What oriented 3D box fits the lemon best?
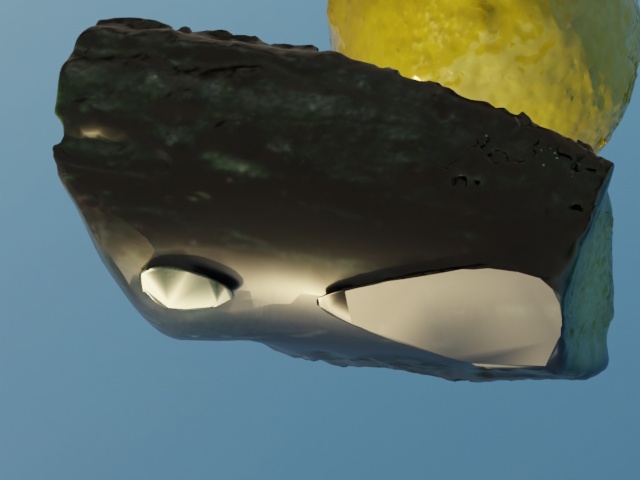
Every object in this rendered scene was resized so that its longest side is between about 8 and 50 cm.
[{"bbox_3d":[0.134,-0.162,1.445,0.268,0.322,0.268,-6,-108,19],"label":"lemon"}]

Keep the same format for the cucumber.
[{"bbox_3d":[0.000,0.000,0.578,0.193,0.115,0.086,10,-147,20],"label":"cucumber"}]
